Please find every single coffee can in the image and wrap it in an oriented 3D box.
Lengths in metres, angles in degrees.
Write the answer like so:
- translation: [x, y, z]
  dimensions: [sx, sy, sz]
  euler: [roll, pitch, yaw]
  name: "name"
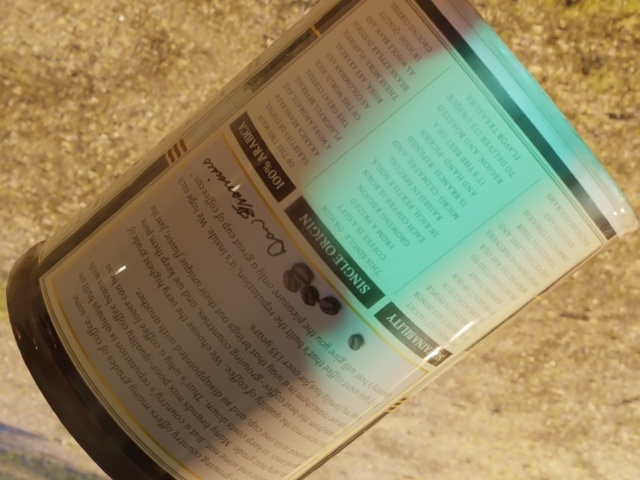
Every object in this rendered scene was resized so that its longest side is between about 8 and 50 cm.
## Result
- translation: [0.000, 0.000, 0.565]
  dimensions: [0.275, 0.201, 0.201]
  euler: [-39, 130, 11]
  name: "coffee can"
